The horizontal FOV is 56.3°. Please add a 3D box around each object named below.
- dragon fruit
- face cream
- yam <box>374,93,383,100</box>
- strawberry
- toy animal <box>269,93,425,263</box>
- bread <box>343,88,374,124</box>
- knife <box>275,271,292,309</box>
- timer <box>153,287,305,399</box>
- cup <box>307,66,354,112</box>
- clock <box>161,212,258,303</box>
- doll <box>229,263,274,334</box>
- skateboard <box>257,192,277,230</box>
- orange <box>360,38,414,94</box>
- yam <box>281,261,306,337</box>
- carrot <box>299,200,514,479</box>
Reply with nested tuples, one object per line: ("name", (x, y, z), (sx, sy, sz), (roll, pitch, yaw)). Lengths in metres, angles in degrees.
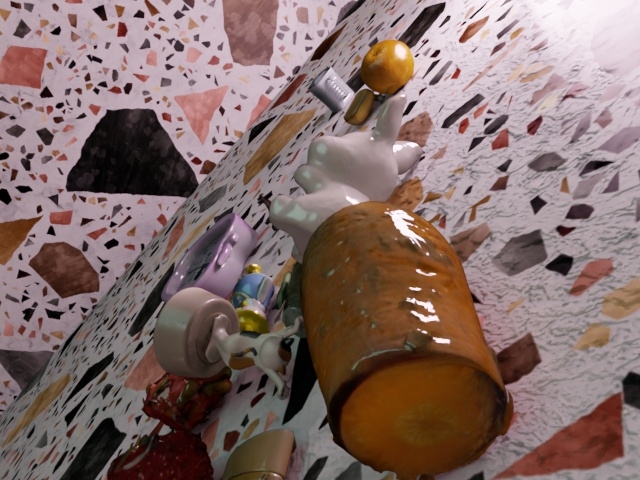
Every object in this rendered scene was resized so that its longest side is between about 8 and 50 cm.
("dragon fruit", (-0.268, 0.321, 1.222), (0.208, 0.133, 0.150), (-31, 50, 4))
("face cream", (-0.115, 0.407, 0.834), (0.139, 0.067, 0.285), (-33, 27, 35))
("yam", (0.159, -0.424, 1.771), (0.021, 0.021, 0.116), (-49, 22, 3))
("strawberry", (-0.261, 0.417, 0.994), (0.187, 0.184, 0.201), (-16, 72, 7))
("toy animal", (0.084, -0.103, 1.145), (0.241, 0.196, 0.367), (12, 58, 24))
("bread", (0.119, -0.382, 1.731), (0.115, 0.056, 0.082), (-62, 25, -11))
("knife", (-0.074, 0.101, 1.244), (0.293, 0.020, 0.043), (-81, -2, -84))
("timer", (-0.156, 0.193, 1.108), (0.266, 0.175, 0.175), (8, 55, 32))
("cup", (0.041, -0.506, 1.994), (0.095, 0.129, 0.128), (-55, 22, -13))
("clock", (-0.321, 0.077, 1.765), (0.338, 0.102, 0.338), (-40, 23, 21))
("doll", (-0.151, 0.149, 1.308), (0.135, 0.098, 0.241), (-22, 26, 13))
("skateboard", (-0.143, -0.091, 1.724), (0.067, 0.080, 0.151), (-52, 18, 10))
("orange", (0.190, -0.483, 1.677), (0.155, 0.134, 0.154), (-21, 54, 32))
("yam", (-0.029, 0.104, 1.171), (0.078, 0.078, 0.179), (-35, 26, 33))
("carrot", (0.084, 0.098, 0.749), (0.224, 0.224, 0.340), (-41, 25, 20))
